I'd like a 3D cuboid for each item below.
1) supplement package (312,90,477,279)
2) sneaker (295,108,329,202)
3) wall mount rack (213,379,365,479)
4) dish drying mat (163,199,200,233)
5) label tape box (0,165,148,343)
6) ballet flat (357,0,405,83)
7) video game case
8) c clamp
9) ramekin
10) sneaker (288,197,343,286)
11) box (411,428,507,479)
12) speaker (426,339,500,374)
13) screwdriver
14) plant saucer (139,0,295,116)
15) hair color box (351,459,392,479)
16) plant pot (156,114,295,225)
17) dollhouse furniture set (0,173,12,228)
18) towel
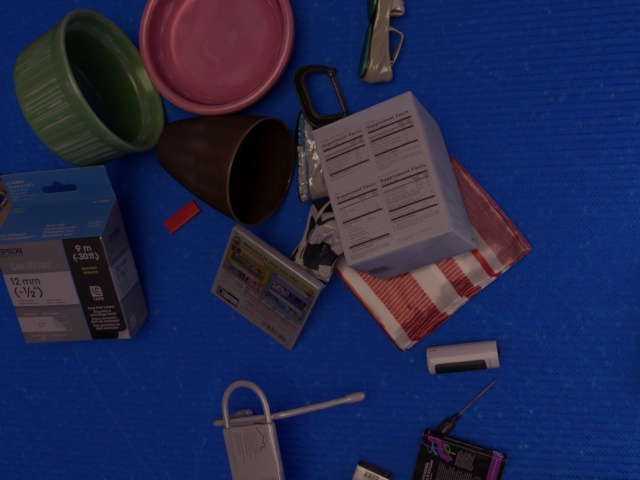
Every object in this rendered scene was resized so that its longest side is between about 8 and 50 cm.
[{"bbox_3d":[0.137,-0.090,1.424,0.198,0.199,0.262,-20,73,19],"label":"supplement package"},{"bbox_3d":[-0.009,-0.172,1.569,0.083,0.071,0.190,-4,88,-5],"label":"sneaker"},{"bbox_3d":[-0.053,0.427,1.508,0.304,0.130,0.350,-14,86,30],"label":"wall mount rack"},{"bbox_3d":[-0.294,-0.050,1.660,0.083,0.008,0.032,-37,80,12],"label":"dish drying mat"},{"bbox_3d":[-0.522,0.035,1.597,0.249,0.115,0.347,-4,115,14],"label":"label tape box"},{"bbox_3d":[0.125,-0.429,1.534,0.086,0.086,0.248,7,92,14],"label":"ballet flat"},{"bbox_3d":[-0.111,0.095,1.553,0.212,0.023,0.193,35,131,13],"label":"video game case"},{"bbox_3d":[0.020,-0.286,1.563,0.137,0.022,0.160,-21,80,-15],"label":"c clamp"},{"bbox_3d":[-0.464,-0.293,1.565,0.148,0.303,0.303,-21,84,20],"label":"ramekin"},{"bbox_3d":[0.000,0.000,1.549,0.094,0.153,0.235,25,134,-2],"label":"sneaker"},{"bbox_3d":[0.262,0.437,1.488,0.162,0.029,0.116,15,106,12],"label":"box"},{"bbox_3d":[0.273,0.222,1.488,0.136,0.055,0.055,-8,87,13],"label":"speaker"},{"bbox_3d":[0.277,0.326,1.503,0.170,0.025,0.024,-45,79,6],"label":"screwdriver"},{"bbox_3d":[-0.206,-0.417,1.606,0.332,0.084,0.332,0,90,14],"label":"plant saucer"},{"bbox_3d":[0.083,0.514,1.535,0.072,0.043,0.141,22,95,14],"label":"hair color box"},{"bbox_3d":[-0.206,-0.164,1.554,0.230,0.215,0.215,19,94,28],"label":"plant pot"},{"bbox_3d":[-0.714,-0.032,1.741,0.182,0.101,0.161,-51,54,9],"label":"dollhouse furniture set"},{"bbox_3d":[0.208,0.030,1.518,0.329,0.037,0.237,-41,79,10],"label":"towel"}]
